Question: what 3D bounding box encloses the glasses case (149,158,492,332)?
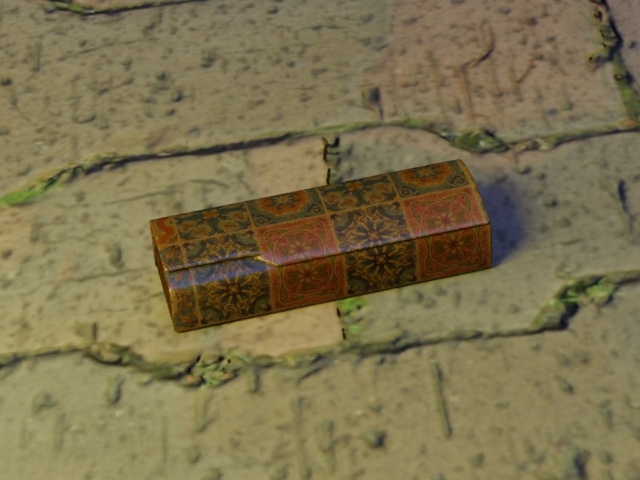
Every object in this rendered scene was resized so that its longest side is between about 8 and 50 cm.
[{"bbox_3d":[0.000,0.000,1.301,0.218,0.049,0.075,-12,38,-8],"label":"glasses case"}]
